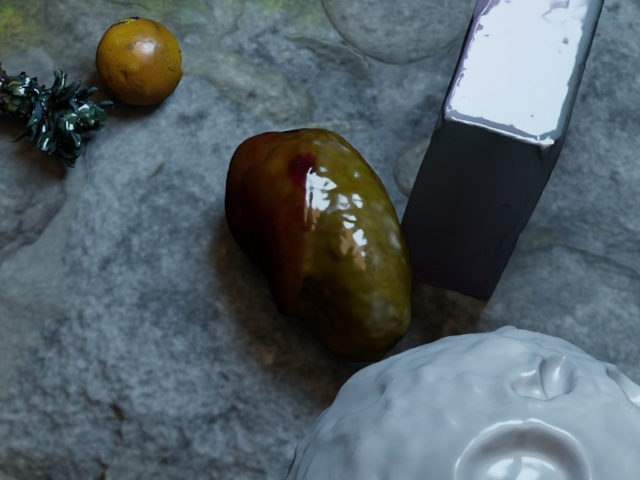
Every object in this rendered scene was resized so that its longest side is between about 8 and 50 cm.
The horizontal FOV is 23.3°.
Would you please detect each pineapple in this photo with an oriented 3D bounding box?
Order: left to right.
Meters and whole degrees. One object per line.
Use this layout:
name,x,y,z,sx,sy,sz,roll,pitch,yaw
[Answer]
pineapple,-0.300,-0.134,1.387,0.221,0.103,0.083,19,97,4

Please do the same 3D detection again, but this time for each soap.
soap,0.165,-0.137,1.318,0.107,0.285,0.296,18,62,2

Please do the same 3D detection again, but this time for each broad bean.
broad bean,-0.003,0.002,1.307,0.122,0.156,0.228,-4,54,-36

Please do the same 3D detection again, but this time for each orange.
orange,-0.166,-0.163,1.419,0.084,0.083,0.083,2,63,-3

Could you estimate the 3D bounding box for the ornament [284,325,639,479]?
ornament,0.126,0.226,1.116,0.337,0.337,0.337,2,63,-3
